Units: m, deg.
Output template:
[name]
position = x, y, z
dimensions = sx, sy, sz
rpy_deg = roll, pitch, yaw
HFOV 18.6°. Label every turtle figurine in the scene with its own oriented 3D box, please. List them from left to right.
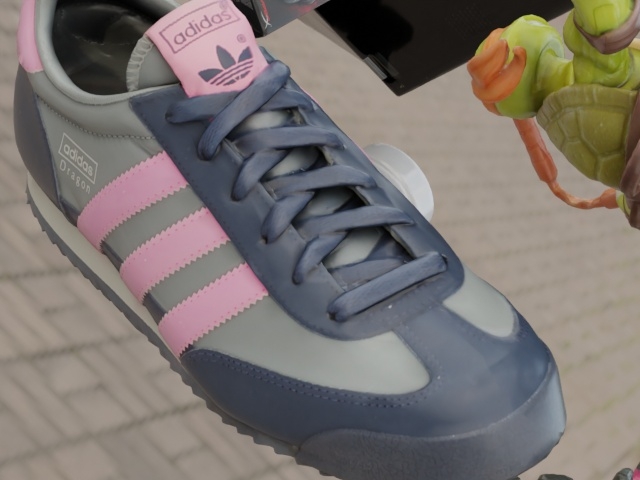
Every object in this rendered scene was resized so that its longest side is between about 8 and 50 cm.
[turtle figurine]
position = 0.139, -0.052, 0.725
dimensions = 0.217, 0.087, 0.269
rpy_deg = 16, -27, 23

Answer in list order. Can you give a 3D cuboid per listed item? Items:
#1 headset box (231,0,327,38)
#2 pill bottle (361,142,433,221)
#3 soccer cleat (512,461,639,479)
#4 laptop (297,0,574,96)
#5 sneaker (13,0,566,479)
[headset box]
position = -0.020, -0.134, 0.897
dimensions = 0.083, 0.032, 0.062
rpy_deg = -33, 112, -42
[pill bottle]
position = 0.000, 0.000, 1.504
dimensions = 0.108, 0.108, 0.180
rpy_deg = 47, 53, 9
[soccer cleat]
position = 0.150, 0.189, 0.952
dimensions = 0.116, 0.143, 0.331
rpy_deg = 26, 10, 37
[laptop]
position = -0.002, -0.319, 1.503
dimensions = 0.382, 0.408, 0.236
rpy_deg = 42, 33, -42
[sneaker]
position = -0.030, -0.020, 0.774
dimensions = 0.112, 0.131, 0.319
rpy_deg = -27, 42, -31
